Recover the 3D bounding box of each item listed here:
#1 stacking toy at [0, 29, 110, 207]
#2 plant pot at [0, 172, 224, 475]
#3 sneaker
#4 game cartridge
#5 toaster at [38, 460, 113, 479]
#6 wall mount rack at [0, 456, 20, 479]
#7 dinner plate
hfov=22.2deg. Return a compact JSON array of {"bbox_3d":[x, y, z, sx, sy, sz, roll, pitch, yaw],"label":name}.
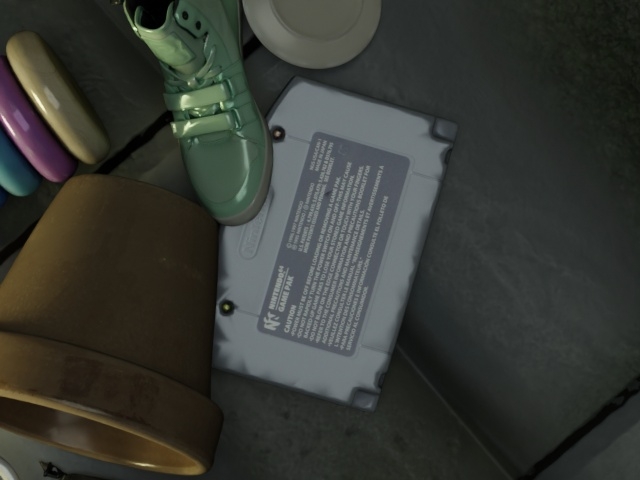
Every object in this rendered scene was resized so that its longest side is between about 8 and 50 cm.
[{"bbox_3d":[-0.364,-0.051,1.505,0.330,0.141,0.141,-34,93,0],"label":"stacking toy"},{"bbox_3d":[-0.194,0.068,1.479,0.263,0.263,0.229,16,75,-3],"label":"plant pot"},{"bbox_3d":[-0.123,-0.140,1.486,0.094,0.151,0.255,-13,81,24],"label":"sneaker"},{"bbox_3d":[0.000,0.000,1.567,0.196,0.060,0.294,17,91,-7],"label":"game cartridge"},{"bbox_3d":[-0.196,0.314,1.541,0.186,0.110,0.168,11,91,-3],"label":"toaster"},{"bbox_3d":[-0.454,0.302,1.499,0.304,0.130,0.350,44,99,-1],"label":"wall mount rack"},{"bbox_3d":[-0.006,-0.234,1.553,0.141,0.017,0.141,3,80,-17],"label":"dinner plate"}]
